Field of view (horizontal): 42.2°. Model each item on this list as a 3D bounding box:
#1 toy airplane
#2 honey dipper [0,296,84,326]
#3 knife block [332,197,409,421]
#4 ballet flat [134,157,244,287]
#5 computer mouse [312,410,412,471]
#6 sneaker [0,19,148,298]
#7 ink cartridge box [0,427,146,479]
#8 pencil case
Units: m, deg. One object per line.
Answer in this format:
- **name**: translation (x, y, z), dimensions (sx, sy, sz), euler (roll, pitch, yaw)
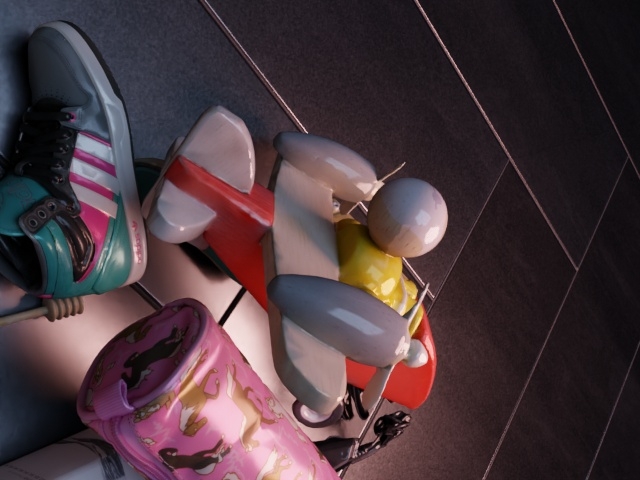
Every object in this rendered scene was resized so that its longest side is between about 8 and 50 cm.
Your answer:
- **toy airplane**: translation (0.000, 0.000, 0.899), dimensions (0.386, 0.272, 0.384), euler (65, 17, 18)
- **honey dipper**: translation (-0.331, 0.083, 0.879), dimensions (0.161, 0.030, 0.030), euler (-14, 101, -38)
- **knife block**: translation (0.021, 0.112, 1.190), dimensions (0.088, 0.242, 0.275), euler (-20, 60, -43)
- **ballet flat**: translation (-0.144, -0.034, 1.028), dimensions (0.248, 0.086, 0.086), euler (48, 60, -35)
- **computer mouse**: translation (0.003, 0.302, 1.159), dimensions (0.262, 0.184, 0.060), euler (-30, 73, -5)
- **sneaker**: translation (-0.293, -0.068, 0.851), dimensions (0.178, 0.124, 0.295), euler (-28, 111, -50)
- **ink cartridge box**: translation (-0.226, 0.312, 0.924), dimensions (0.273, 0.115, 0.198), euler (-17, 102, -43)
- **pencil case**: translation (-0.088, 0.239, 0.871), dimensions (0.160, 0.167, 0.386), euler (-35, 117, -6)
